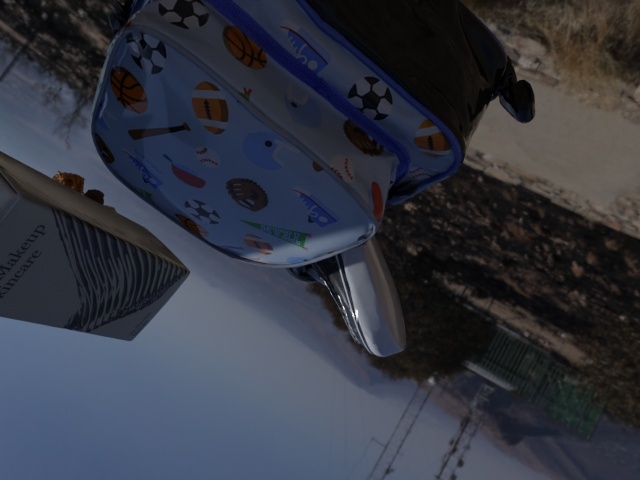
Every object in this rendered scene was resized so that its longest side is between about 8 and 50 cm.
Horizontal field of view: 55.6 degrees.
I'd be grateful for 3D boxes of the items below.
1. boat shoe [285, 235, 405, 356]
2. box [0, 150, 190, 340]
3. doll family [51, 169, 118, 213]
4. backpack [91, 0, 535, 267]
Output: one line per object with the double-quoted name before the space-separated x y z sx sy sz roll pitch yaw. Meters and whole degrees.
"boat shoe" 0.000 0.000 0.645 0.108 0.102 0.301 50 -164 -54
"box" -0.245 0.014 0.574 0.094 0.113 0.275 40 179 21
"doll family" -0.380 -0.021 0.902 0.118 0.163 0.263 12 -174 -28
"backpack" -0.036 -0.101 0.454 0.276 0.213 0.263 42 155 -12
